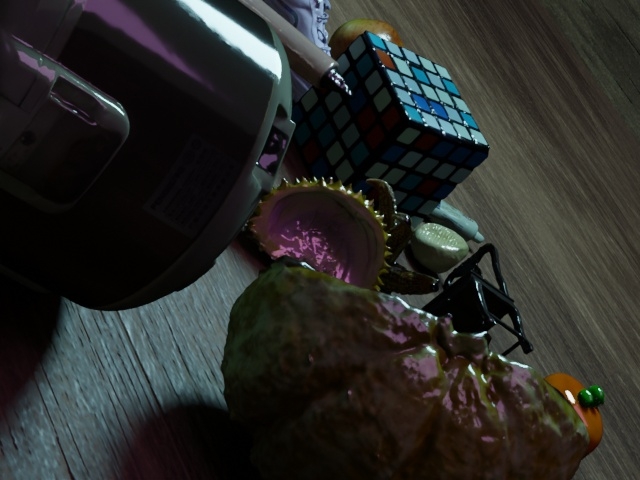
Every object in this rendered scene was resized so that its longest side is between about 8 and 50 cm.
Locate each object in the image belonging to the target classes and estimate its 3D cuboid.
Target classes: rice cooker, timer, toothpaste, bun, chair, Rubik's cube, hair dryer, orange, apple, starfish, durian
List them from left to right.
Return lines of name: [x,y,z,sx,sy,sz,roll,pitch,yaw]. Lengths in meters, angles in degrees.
rice cooker: [-0.228,-0.126,1.217,0.325,0.335,0.335,34,28,-32]
hair dryer: [-0.086,-0.299,1.917,0.344,0.106,0.189,39,21,16]
durian: [0.002,0.001,1.708,0.182,0.165,0.132,26,57,2]
apple: [0.074,-0.299,2.256,0.126,0.126,0.102,44,44,-12]
starfish: [0.080,0.028,1.800,0.057,0.213,0.238,-3,6,-23]
orange: [0.061,0.190,1.352,0.369,0.271,0.210,27,66,-13]
Rubik's cube: [0.093,-0.147,1.969,0.184,0.182,0.187,18,37,-41]
toothpaste: [0.166,-0.054,2.160,0.233,0.038,0.060,32,25,-28]
bun: [0.167,0.015,2.029,0.086,0.054,0.086,15,27,-8]
chair: [0.196,0.081,1.920,0.113,0.106,0.229,34,26,-35]
timer: [0.334,0.237,1.904,0.099,0.136,0.136,30,29,-48]

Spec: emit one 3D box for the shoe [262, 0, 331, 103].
shoe: [-0.026,-0.300,2.068,0.245,0.137,0.095,50,28,3]
